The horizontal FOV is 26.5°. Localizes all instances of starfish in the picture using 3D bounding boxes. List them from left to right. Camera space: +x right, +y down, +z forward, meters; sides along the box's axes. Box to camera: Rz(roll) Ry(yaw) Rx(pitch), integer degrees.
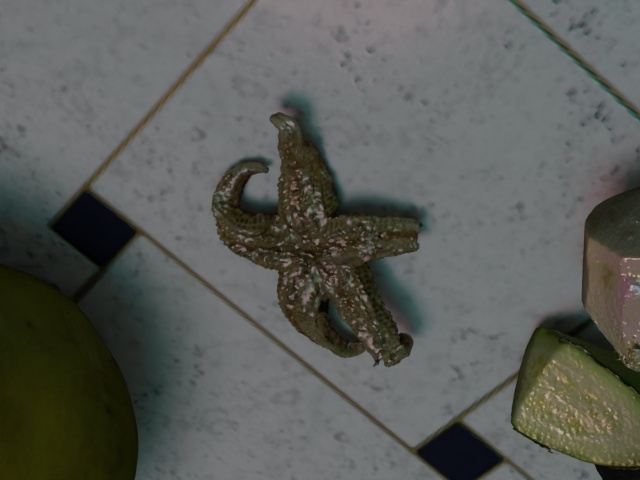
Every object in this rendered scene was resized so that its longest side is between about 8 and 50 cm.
[{"bbox_3d":[-0.002,0.005,0.957,0.150,0.053,0.210,-6,119,13],"label":"starfish"}]

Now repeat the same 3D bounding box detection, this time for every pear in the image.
[{"bbox_3d":[-0.277,0.172,1.017,0.287,0.287,0.375,11,141,8],"label":"pear"}]

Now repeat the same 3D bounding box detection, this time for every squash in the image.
[{"bbox_3d":[0.238,0.124,0.956,0.200,0.075,0.090,12,99,5],"label":"squash"}]

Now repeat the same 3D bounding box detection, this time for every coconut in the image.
[{"bbox_3d":[0.227,0.016,0.867,0.116,0.116,0.122,4,124,12],"label":"coconut"}]

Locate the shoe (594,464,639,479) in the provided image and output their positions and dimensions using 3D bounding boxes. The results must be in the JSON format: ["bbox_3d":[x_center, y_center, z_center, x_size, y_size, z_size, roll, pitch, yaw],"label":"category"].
[{"bbox_3d":[0.287,0.189,1.000,0.179,0.049,0.071,28,142,21],"label":"shoe"}]
